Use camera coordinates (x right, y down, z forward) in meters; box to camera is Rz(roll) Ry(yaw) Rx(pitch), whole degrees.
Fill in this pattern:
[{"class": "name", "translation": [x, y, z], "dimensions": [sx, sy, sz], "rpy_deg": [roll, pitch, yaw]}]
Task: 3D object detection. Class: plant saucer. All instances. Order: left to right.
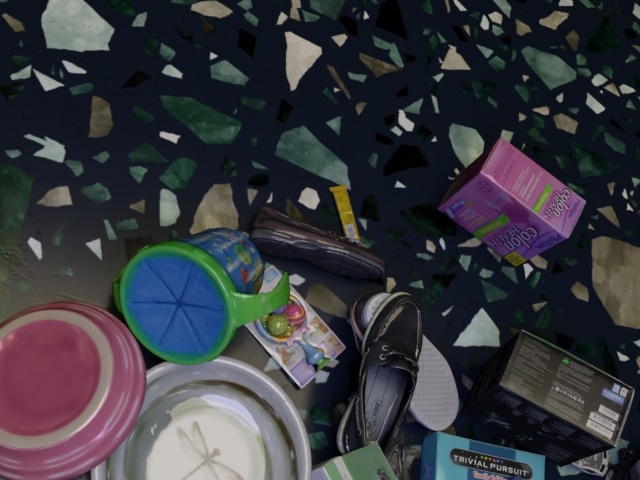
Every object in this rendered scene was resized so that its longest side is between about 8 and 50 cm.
[{"class": "plant saucer", "translation": [-0.477, 0.250, 1.365], "dimensions": [0.332, 0.084, 0.332], "rpy_deg": [-1, 61, 2]}, {"class": "plant saucer", "translation": [-0.219, 0.416, 1.444], "dimensions": [0.400, 0.100, 0.400], "rpy_deg": [7, 68, -17]}]

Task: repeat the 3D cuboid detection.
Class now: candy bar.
[{"class": "candy bar", "translation": [0.058, -0.050, 1.754], "dimensions": [0.040, 0.018, 0.161], "rpy_deg": [-10, 75, -18]}]

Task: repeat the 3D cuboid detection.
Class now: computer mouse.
[{"class": "computer mouse", "translation": [0.608, 0.484, 1.737], "dimensions": [0.193, 0.042, 0.106], "rpy_deg": [26, 69, -15]}]

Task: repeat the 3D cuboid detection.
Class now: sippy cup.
[{"class": "sippy cup", "translation": [-0.221, 0.083, 1.480], "dimensions": [0.305, 0.240, 0.224], "rpy_deg": [36, 28, 6]}]

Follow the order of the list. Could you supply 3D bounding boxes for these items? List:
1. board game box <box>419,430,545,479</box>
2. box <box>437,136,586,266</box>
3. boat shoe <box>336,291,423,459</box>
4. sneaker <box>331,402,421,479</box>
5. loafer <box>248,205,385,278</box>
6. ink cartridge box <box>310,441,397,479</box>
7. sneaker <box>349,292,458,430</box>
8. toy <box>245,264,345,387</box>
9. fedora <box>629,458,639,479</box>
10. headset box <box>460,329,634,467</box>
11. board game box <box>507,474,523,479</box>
[{"class": "board game box", "translation": [0.321, 0.581, 1.569], "dimensions": [0.254, 0.079, 0.336], "rpy_deg": [16, 62, -13]}, {"class": "box", "translation": [0.430, -0.081, 1.784], "dimensions": [0.243, 0.213, 0.117], "rpy_deg": [36, 63, -4]}, {"class": "boat shoe", "translation": [0.131, 0.260, 1.485], "dimensions": [0.127, 0.113, 0.340], "rpy_deg": [29, 76, -15]}, {"class": "sneaker", "translation": [0.114, 0.414, 1.569], "dimensions": [0.130, 0.087, 0.227], "rpy_deg": [-27, 84, -27]}, {"class": "loafer", "translation": [0.000, 0.000, 1.671], "dimensions": [0.302, 0.109, 0.095], "rpy_deg": [15, 63, -10]}, {"class": "ink cartridge box", "translation": [0.061, 0.482, 1.440], "dimensions": [0.056, 0.235, 0.171], "rpy_deg": [-21, 78, -38]}, {"class": "sneaker", "translation": [0.173, 0.247, 1.633], "dimensions": [0.126, 0.127, 0.321], "rpy_deg": [-32, 99, -22]}, {"class": "toy", "translation": [-0.064, 0.170, 1.611], "dimensions": [0.137, 0.056, 0.237], "rpy_deg": [-39, 87, -28]}, {"class": "fedora", "translation": [0.758, 0.510, 1.686], "dimensions": [0.275, 0.244, 0.124], "rpy_deg": [11, 35, -47]}, {"class": "headset box", "translation": [0.451, 0.333, 1.599], "dimensions": [0.246, 0.283, 0.131], "rpy_deg": [28, 65, 7]}, {"class": "board game box", "translation": [0.364, 0.576, 1.520], "dimensions": [0.201, 0.035, 0.136], "rpy_deg": [-36, 83, -30]}]
